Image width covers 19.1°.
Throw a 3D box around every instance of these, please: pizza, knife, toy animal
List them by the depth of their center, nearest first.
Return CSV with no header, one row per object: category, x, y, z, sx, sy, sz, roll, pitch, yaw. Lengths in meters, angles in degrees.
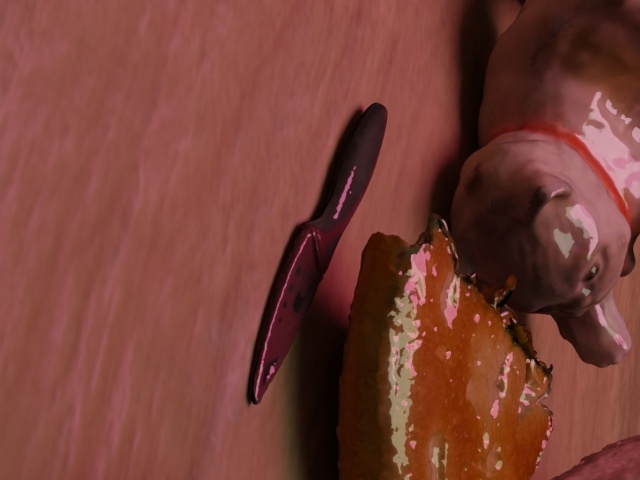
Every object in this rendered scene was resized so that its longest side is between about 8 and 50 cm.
knife,0.000,0.000,1.155,0.035,0.018,0.247,64,36,-39
pizza,0.076,0.119,1.207,0.229,0.081,0.289,-21,108,-52
toy animal,0.197,-0.089,1.324,0.188,0.308,0.266,3,60,-41

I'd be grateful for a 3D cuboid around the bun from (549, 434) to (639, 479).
bun,0.243,0.323,1.291,0.365,0.219,0.365,-14,109,-48
